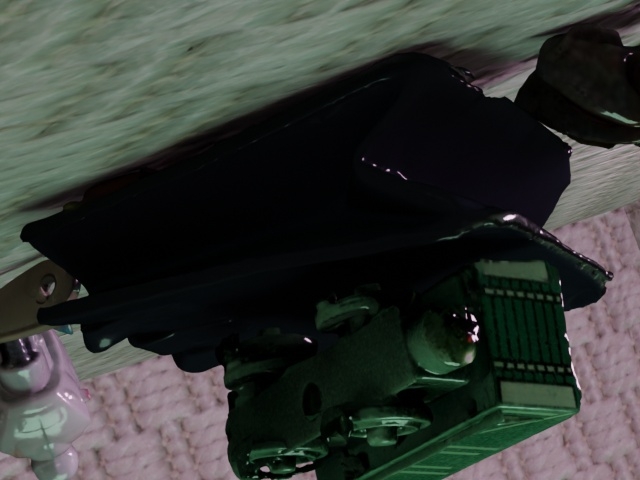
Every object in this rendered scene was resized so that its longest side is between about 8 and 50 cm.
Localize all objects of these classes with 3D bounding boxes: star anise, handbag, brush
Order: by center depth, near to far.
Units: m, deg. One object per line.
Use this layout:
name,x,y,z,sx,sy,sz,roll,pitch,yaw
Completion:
handbag,0.000,0.000,1.144,0.329,0.122,0.303,-16,164,21
star anise,0.266,-0.111,1.147,0.282,0.129,0.212,-8,176,26
brush,-0.312,0.082,1.344,0.312,0.072,0.067,-24,160,31

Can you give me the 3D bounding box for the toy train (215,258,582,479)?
toy train,0.038,0.089,1.072,0.154,0.115,0.269,-1,159,-31

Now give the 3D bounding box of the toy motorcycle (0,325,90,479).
toy motorcycle,-0.264,0.142,1.553,0.110,0.171,0.260,-17,172,-11
